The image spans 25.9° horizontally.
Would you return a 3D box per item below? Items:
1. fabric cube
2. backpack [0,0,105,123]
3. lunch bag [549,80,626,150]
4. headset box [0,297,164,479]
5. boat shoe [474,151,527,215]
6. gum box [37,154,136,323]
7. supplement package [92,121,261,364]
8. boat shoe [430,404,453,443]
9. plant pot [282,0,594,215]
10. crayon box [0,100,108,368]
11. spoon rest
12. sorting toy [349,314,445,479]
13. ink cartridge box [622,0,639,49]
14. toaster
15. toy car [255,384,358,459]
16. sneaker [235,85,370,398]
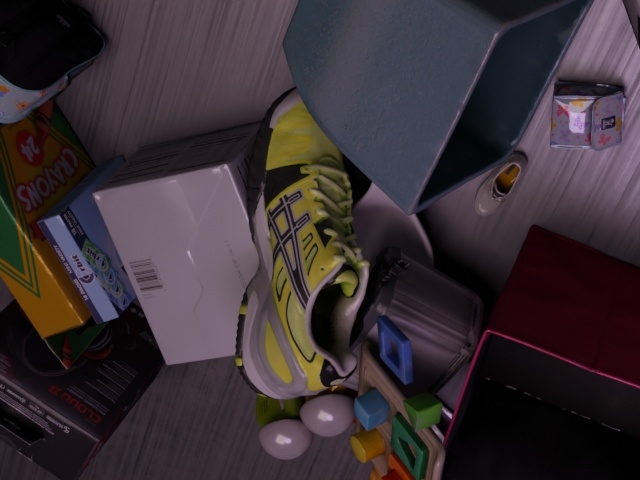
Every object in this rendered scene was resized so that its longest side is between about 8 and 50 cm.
[{"bbox_3d":[0.308,0.182,1.672,0.259,0.258,0.254,21,122,9],"label":"fabric cube"},{"bbox_3d":[-0.392,-0.238,1.749,0.144,0.188,0.166,-35,102,33],"label":"backpack"},{"bbox_3d":[0.310,-0.144,1.613,0.083,0.053,0.071,4,121,9],"label":"lunch bag"},{"bbox_3d":[-0.358,0.181,1.907,0.218,0.293,0.110,34,124,1],"label":"headset box"},{"bbox_3d":[0.218,-0.064,1.702,0.035,0.035,0.100,37,124,-1],"label":"boat shoe"},{"bbox_3d":[-0.279,-0.004,1.838,0.041,0.184,0.157,-17,110,28],"label":"gum box"},{"bbox_3d":[-0.137,0.005,1.812,0.204,0.145,0.262,-10,113,25],"label":"supplement package"},{"bbox_3d":[0.200,0.299,1.883,0.226,0.083,0.076,37,125,0],"label":"boat shoe"},{"bbox_3d":[0.108,-0.224,1.541,0.252,0.248,0.247,38,126,18],"label":"plant pot"},{"bbox_3d":[-0.353,-0.015,1.853,0.081,0.202,0.318,-20,110,29],"label":"crayon box"},{"bbox_3d":[0.086,-0.040,1.738,0.137,0.084,0.276,15,121,11],"label":"spoon rest"},{"bbox_3d":[0.081,0.246,1.662,0.196,0.047,0.348,55,156,37],"label":"sorting toy"},{"bbox_3d":[0.456,-0.217,1.336,0.285,0.166,0.395,-20,90,11],"label":"ink cartridge box"},{"bbox_3d":[0.105,0.109,1.742,0.146,0.129,0.227,26,132,-12],"label":"toaster"},{"bbox_3d":[-0.003,0.212,1.895,0.182,0.159,0.136,-34,138,32],"label":"toy car"},{"bbox_3d":[0.000,0.000,1.680,0.147,0.145,0.385,-3,83,42],"label":"sneaker"}]
